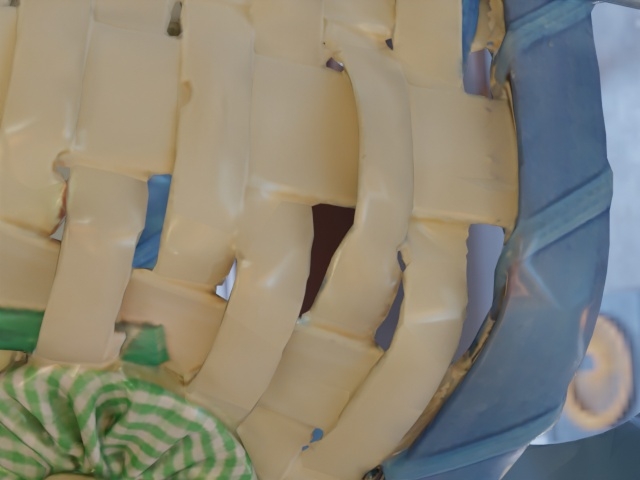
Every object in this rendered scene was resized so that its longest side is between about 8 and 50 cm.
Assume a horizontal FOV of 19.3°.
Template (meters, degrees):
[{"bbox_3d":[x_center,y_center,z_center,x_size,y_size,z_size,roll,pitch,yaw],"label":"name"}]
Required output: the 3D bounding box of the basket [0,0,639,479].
[{"bbox_3d":[0.000,0.000,0.438,0.289,0.201,0.255,6,149,-21],"label":"basket"}]
